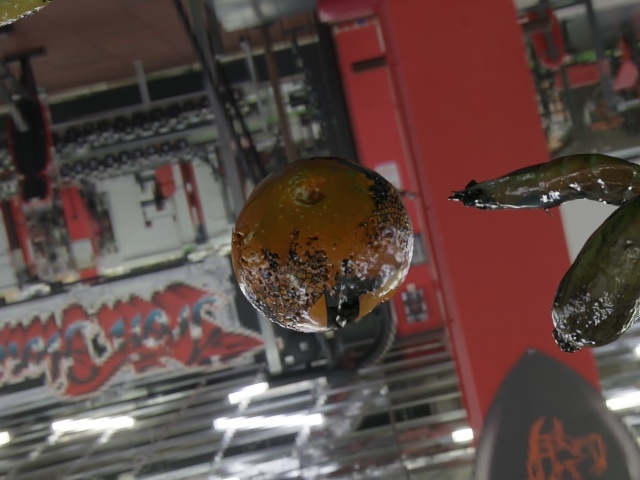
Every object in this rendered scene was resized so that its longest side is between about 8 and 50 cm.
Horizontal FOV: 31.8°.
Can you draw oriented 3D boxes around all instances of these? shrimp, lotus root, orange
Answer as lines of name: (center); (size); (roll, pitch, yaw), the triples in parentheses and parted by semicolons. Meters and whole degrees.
shrimp: (0.287, -0.032, 1.291); (0.262, 0.051, 0.198); (-9, 146, 43)
lotus root: (0.280, 0.036, 1.077); (0.081, 0.179, 0.089); (32, -152, 10)
orange: (0.000, 0.000, 1.420); (0.235, 0.234, 0.182); (-12, 143, 6)

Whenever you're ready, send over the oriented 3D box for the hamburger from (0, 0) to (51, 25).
hamburger: (-0.230, -0.216, 0.747); (0.177, 0.113, 0.185); (9, -139, 20)
